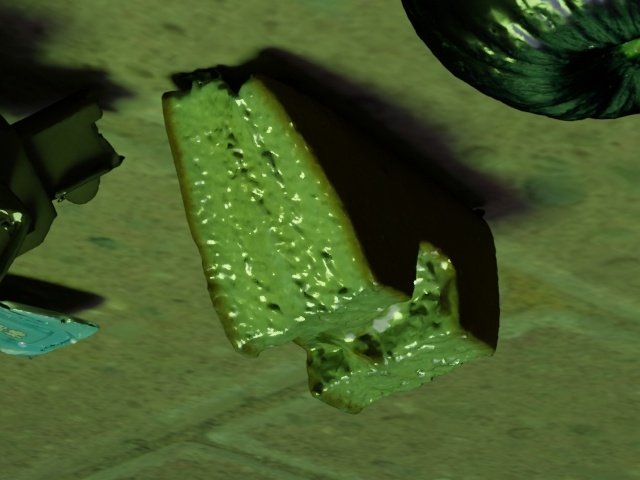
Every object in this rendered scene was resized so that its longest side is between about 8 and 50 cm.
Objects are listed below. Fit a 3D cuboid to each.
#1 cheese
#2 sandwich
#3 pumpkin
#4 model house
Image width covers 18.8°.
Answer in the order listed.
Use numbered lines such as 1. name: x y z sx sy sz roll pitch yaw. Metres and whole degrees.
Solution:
1. cheese: -0.289 0.038 1.405 0.245 0.052 0.135 23 154 -32
2. sandwich: 0.000 0.000 1.148 0.122 0.128 0.236 -20 145 32
3. pumpkin: 0.126 -0.132 0.800 0.202 0.140 0.202 -8 158 -3
4. model house: -0.240 -0.036 1.099 0.243 0.204 0.211 -27 -159 -12
